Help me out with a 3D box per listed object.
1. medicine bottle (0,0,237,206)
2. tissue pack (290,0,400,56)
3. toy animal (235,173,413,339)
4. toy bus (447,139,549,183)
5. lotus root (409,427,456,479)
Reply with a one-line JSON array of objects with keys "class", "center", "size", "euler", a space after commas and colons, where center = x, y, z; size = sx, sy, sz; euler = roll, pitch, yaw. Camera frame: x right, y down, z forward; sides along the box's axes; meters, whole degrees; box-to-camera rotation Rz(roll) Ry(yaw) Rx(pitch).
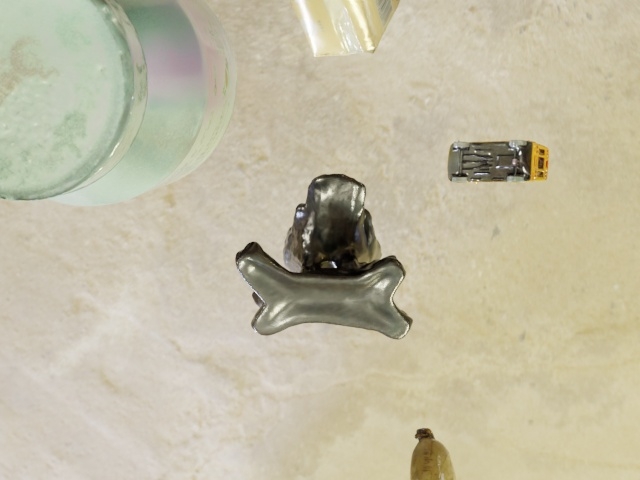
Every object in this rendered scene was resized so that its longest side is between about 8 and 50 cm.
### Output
[{"class": "medicine bottle", "center": [-0.225, -0.148, 0.826], "size": [0.245, 0.290, 0.244], "euler": [2, 102, 7]}, {"class": "tissue pack", "center": [0.011, -0.313, 0.838], "size": [0.090, 0.186, 0.222], "euler": [0, 144, 26]}, {"class": "toy animal", "center": [0.000, -0.003, 0.694], "size": [0.121, 0.210, 0.117], "euler": [-4, 104, -1]}, {"class": "toy bus", "center": [0.287, -0.127, 1.435], "size": [0.162, 0.074, 0.069], "euler": [4, 92, 45]}, {"class": "lotus root", "center": [0.144, 0.317, 1.129], "size": [0.063, 0.072, 0.151], "euler": [0, 72, -6]}]
